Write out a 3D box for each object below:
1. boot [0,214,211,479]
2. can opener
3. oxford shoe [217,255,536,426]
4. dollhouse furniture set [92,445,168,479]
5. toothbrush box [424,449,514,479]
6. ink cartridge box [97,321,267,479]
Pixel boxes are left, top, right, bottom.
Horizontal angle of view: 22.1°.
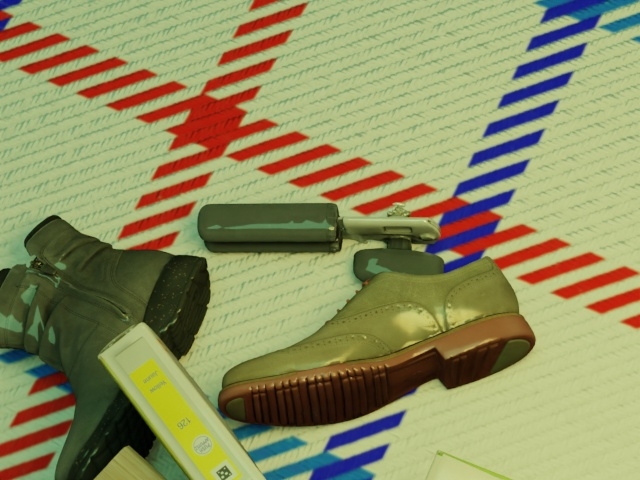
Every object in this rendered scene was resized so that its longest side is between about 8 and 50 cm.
[{"bbox_3d":[-0.275,0.132,1.798,0.222,0.118,0.338,12,49,13],"label":"boot"},{"bbox_3d":[0.000,0.000,1.850,0.280,0.074,0.093,4,69,8],"label":"can opener"},{"bbox_3d":[0.050,0.110,1.783,0.348,0.123,0.130,-13,62,-10],"label":"oxford shoe"},{"bbox_3d":[-0.236,0.430,1.600,0.362,0.256,0.394,39,76,19],"label":"dollhouse furniture set"},{"bbox_3d":[0.132,0.349,1.578,0.122,0.283,0.206,20,72,15],"label":"toothbrush box"},{"bbox_3d":[-0.077,0.252,1.630,0.072,0.303,0.307,-35,68,-7],"label":"ink cartridge box"}]
